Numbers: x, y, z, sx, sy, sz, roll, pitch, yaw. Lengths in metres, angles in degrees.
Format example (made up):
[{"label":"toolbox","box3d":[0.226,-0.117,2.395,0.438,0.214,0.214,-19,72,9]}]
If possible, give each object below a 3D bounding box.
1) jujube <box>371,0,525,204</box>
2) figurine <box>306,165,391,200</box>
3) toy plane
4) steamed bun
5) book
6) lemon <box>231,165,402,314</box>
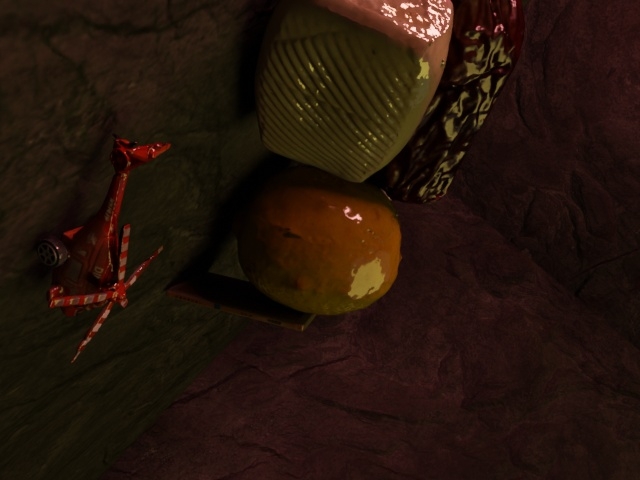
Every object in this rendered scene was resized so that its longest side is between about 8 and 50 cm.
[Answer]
[{"label":"jujube","box3d":[0.165,-0.215,0.705,0.216,0.216,0.342,-44,148,-45]},{"label":"figurine","box3d":[0.051,-0.101,1.077,0.283,0.204,0.338,-24,166,10]},{"label":"toy plane","box3d":[-0.190,-0.001,0.398,0.126,0.077,0.194,-49,169,-42]},{"label":"steamed bun","box3d":[0.032,-0.177,0.491,0.238,0.170,0.152,119,-6,-66]},{"label":"book","box3d":[-0.126,0.104,0.856,0.170,0.242,0.018,-30,132,-76]},{"label":"lemon","box3d":[-0.003,0.000,0.807,0.260,0.284,0.260,-54,-175,7]}]
